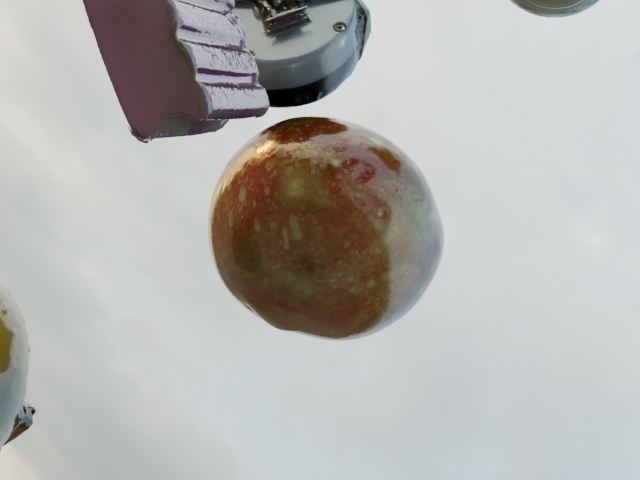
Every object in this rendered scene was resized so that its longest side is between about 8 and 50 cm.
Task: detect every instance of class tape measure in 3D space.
[{"bbox_3d":[-0.039,-0.238,1.239,0.181,0.182,0.107,59,-11,34],"label":"tape measure"}]

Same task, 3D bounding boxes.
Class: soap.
[{"bbox_3d":[-0.104,-0.143,0.860,0.203,0.065,0.122,-36,107,-79],"label":"soap"}]

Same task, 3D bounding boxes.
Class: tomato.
[{"bbox_3d":[0.000,0.000,1.256,0.270,0.222,0.270,26,-22,11],"label":"tomato"}]

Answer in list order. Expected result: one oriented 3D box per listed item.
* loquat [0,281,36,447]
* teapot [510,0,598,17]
[{"bbox_3d":[-0.476,0.134,1.155,0.359,0.328,0.328,22,-22,-18],"label":"loquat"},{"bbox_3d":[0.253,-0.301,1.177,0.232,0.159,0.159,8,-38,6],"label":"teapot"}]
